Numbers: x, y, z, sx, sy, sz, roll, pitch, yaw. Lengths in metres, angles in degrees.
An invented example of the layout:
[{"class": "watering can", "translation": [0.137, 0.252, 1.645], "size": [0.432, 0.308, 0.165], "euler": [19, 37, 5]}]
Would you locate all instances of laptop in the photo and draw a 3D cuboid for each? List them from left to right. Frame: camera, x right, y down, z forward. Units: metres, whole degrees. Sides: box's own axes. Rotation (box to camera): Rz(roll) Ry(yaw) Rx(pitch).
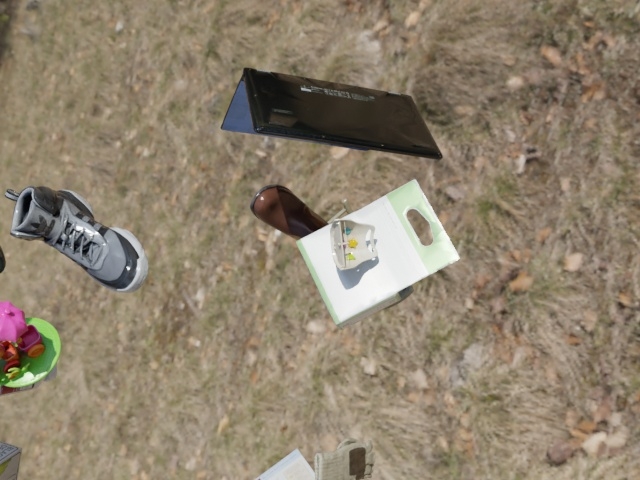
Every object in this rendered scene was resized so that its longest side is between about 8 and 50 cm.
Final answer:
[{"class": "laptop", "translation": [0.002, -0.218, 1.706], "size": [0.408, 0.382, 0.236], "euler": [-105, 26, -52]}]

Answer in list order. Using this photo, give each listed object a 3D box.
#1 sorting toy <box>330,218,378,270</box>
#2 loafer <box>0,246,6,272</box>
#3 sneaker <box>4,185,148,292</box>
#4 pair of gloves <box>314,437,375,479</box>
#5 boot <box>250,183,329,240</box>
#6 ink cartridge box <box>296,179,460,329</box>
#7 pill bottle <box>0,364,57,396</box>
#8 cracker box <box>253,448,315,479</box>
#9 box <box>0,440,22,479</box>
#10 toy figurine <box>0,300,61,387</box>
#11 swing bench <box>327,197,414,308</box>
[{"class": "sorting toy", "translation": [0.058, 0.004, 1.289], "size": [0.045, 0.075, 0.083], "euler": [171, 93, -74]}, {"class": "loafer", "translation": [-0.897, 0.003, 2.017], "size": [0.084, 0.096, 0.267], "euler": [43, 161, 46]}, {"class": "sneaker", "translation": [-0.408, -0.004, 1.282], "size": [0.101, 0.268, 0.153], "euler": [-58, -29, 8]}, {"class": "pair of gloves", "translation": [0.047, 0.513, 1.544], "size": [0.042, 0.204, 0.240], "euler": [-3, 89, 35]}, {"class": "boot", "translation": [0.000, 0.000, 1.721], "size": [0.280, 0.264, 0.096], "euler": [37, 87, 37]}, {"class": "ink cartridge box", "translation": [0.097, 0.024, 1.344], "size": [0.171, 0.235, 0.056], "euler": [64, -177, 23]}, {"class": "pill bottle", "translation": [-0.615, 0.264, 1.577], "size": [0.086, 0.152, 0.086], "euler": [10, 103, 49]}, {"class": "cracker box", "translation": [-0.064, 0.562, 1.689], "size": [0.156, 0.067, 0.232], "euler": [-34, 19, -10]}, {"class": "box", "translation": [-0.765, 0.436, 1.550], "size": [0.169, 0.290, 0.087], "euler": [-26, -49, -76]}, {"class": "toy figurine", "translation": [-0.533, 0.166, 1.290], "size": [0.130, 0.173, 0.159], "euler": [49, 161, 24]}, {"class": "swing bench", "translation": [0.117, 0.059, 2.337], "size": [0.165, 0.255, 0.253], "euler": [-40, 35, 16]}]
